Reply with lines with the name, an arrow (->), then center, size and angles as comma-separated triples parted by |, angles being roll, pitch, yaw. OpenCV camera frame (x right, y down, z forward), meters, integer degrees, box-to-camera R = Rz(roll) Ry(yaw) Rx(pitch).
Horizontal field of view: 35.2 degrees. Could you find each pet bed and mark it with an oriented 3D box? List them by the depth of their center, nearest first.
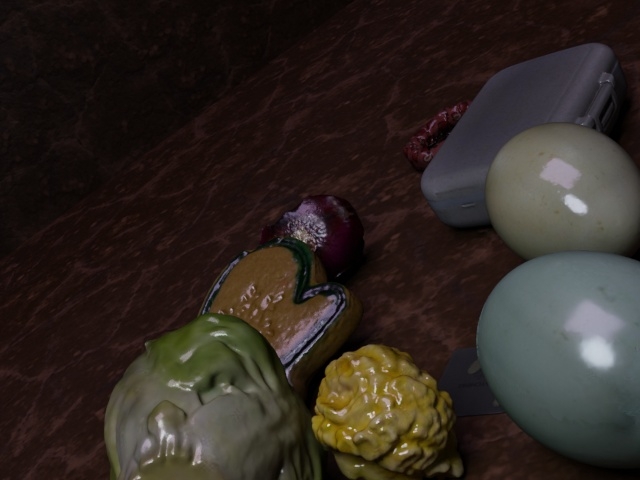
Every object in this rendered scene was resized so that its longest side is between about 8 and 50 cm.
pet bed -> 0.243, -0.196, 1.856 | 0.201, 0.053, 0.201 | -32, 18, 12

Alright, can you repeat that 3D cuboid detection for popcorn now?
popcorn -> 0.076, 0.200, 1.117 | 0.180, 0.170, 0.180 | -2, -3, 0

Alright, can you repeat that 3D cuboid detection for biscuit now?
biscuit -> -0.074, 0.131, 1.453 | 0.287, 0.057, 0.343 | -14, 47, 31

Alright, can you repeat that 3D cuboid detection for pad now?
pad -> 0.219, 0.162, 1.206 | 0.190, 0.004, 0.127 | -14, 29, 39

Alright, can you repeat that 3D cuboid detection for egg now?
egg -> 0.267, 0.112, 0.983 | 0.203, 0.203, 0.283 | -38, 27, -13
egg -> 0.315, -0.051, 1.281 | 0.189, 0.188, 0.254 | -35, 29, -7

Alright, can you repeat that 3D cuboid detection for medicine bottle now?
medicine bottle -> 0.327, -0.168, 1.593 | 0.282, 0.123, 0.375 | -13, 28, 42

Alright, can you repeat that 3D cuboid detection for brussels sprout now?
brussels sprout -> -0.117, 0.243, 1.136 | 0.243, 0.273, 0.316 | -5, 32, 7

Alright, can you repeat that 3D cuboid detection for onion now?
onion -> 0.008, 0.012, 1.662 | 0.173, 0.135, 0.198 | -42, -22, 21
